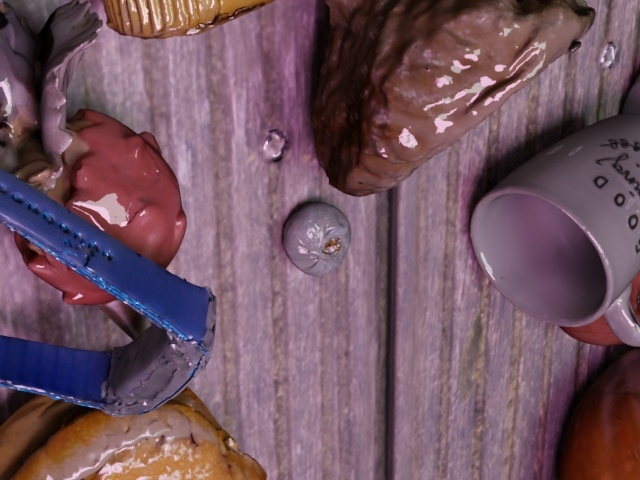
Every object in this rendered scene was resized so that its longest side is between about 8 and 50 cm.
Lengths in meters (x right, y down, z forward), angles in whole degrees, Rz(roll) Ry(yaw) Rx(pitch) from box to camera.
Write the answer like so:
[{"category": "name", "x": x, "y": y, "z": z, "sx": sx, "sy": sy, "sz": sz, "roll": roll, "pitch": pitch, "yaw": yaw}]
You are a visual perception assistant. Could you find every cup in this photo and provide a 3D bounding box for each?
[{"category": "cup", "x": 0.340, "y": -0.008, "z": 1.253, "sx": 0.234, "sy": 0.186, "sz": 0.258, "roll": -36, "pitch": 92, "yaw": -31}]

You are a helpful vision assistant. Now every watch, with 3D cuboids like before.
[{"category": "watch", "x": -0.200, "y": 0.030, "z": 0.772, "sx": 0.275, "sy": 0.276, "sz": 0.068, "roll": 18, "pitch": 51, "yaw": -20}]

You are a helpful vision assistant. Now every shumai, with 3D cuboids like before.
[{"category": "shumai", "x": 0.055, "y": -0.202, "z": 0.974, "sx": 0.262, "sy": 0.314, "sz": 0.267, "roll": 50, "pitch": 44, "yaw": -2}]

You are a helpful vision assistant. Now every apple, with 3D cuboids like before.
[{"category": "apple", "x": 0.373, "y": 0.064, "z": 1.373, "sx": 0.153, "sy": 0.120, "sz": 0.153, "roll": -14, "pitch": 114, "yaw": -34}]

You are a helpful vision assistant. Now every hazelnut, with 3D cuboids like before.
[{"category": "hazelnut", "x": 0.502, "y": 0.321, "z": 1.471, "sx": 0.372, "sy": 0.315, "sz": 0.372, "roll": 19, "pitch": 62, "yaw": -39}]

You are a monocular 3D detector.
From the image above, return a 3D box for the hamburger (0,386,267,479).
[{"category": "hamburger", "x": -0.193, "y": 0.265, "z": 0.968, "sx": 0.319, "sy": 0.158, "sz": 0.318, "roll": -16, "pitch": 117, "yaw": -35}]

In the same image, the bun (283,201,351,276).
[{"category": "bun", "x": 0.000, "y": 0.000, "z": 1.097, "sx": 0.083, "sy": 0.045, "sz": 0.083, "roll": -16, "pitch": 120, "yaw": -30}]

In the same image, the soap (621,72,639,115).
[{"category": "soap", "x": 0.558, "y": -0.209, "z": 1.390, "sx": 0.258, "sy": 0.159, "sz": 0.302, "roll": 33, "pitch": 88, "yaw": -38}]

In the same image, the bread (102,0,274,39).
[{"category": "bread", "x": -0.095, "y": -0.243, "z": 0.868, "sx": 0.190, "sy": 0.132, "sz": 0.114, "roll": -29, "pitch": 121, "yaw": -36}]

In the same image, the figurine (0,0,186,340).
[{"category": "figurine", "x": -0.205, "y": -0.052, "z": 0.848, "sx": 0.166, "sy": 0.207, "sz": 0.387, "roll": -14, "pitch": 132, "yaw": 3}]
